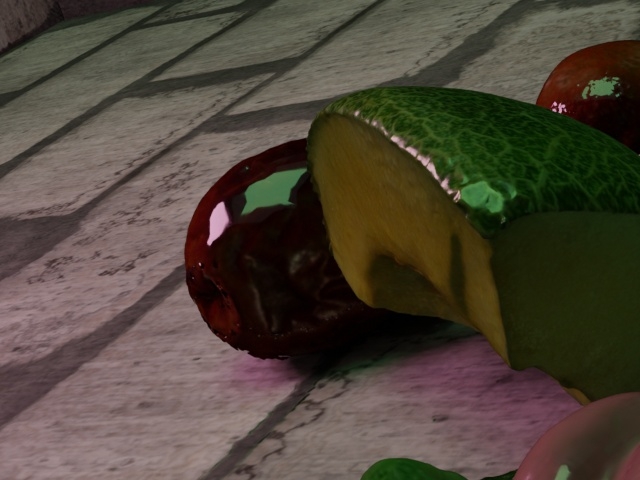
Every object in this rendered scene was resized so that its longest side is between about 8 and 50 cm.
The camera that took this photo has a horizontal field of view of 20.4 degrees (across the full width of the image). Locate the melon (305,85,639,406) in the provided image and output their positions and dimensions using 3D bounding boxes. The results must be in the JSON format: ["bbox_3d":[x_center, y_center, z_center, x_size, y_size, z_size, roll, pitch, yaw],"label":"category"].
[{"bbox_3d":[0.119,-0.008,1.301,0.331,0.226,0.343,10,23,-39],"label":"melon"}]

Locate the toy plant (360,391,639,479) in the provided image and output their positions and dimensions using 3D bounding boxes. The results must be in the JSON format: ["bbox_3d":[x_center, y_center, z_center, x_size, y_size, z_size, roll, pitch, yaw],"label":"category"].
[{"bbox_3d":[0.132,0.192,0.830,0.356,0.210,0.317,-19,15,46],"label":"toy plant"}]

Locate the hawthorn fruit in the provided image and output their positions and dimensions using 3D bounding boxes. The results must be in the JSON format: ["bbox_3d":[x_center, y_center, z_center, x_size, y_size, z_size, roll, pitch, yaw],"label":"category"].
[{"bbox_3d":[0.275,-0.109,1.606,0.169,0.169,0.188,-11,31,22],"label":"hawthorn fruit"}]

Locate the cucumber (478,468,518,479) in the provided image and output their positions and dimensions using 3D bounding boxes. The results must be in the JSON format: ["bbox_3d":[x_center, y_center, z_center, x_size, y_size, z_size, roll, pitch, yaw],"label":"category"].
[{"bbox_3d":[0.049,0.193,1.133,0.187,0.058,0.058,-17,18,5],"label":"cucumber"}]

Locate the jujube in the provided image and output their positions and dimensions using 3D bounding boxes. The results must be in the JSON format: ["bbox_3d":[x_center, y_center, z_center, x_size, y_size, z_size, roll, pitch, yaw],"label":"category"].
[{"bbox_3d":[0.000,0.000,1.548,0.243,0.183,0.183,-26,19,-18],"label":"jujube"}]
